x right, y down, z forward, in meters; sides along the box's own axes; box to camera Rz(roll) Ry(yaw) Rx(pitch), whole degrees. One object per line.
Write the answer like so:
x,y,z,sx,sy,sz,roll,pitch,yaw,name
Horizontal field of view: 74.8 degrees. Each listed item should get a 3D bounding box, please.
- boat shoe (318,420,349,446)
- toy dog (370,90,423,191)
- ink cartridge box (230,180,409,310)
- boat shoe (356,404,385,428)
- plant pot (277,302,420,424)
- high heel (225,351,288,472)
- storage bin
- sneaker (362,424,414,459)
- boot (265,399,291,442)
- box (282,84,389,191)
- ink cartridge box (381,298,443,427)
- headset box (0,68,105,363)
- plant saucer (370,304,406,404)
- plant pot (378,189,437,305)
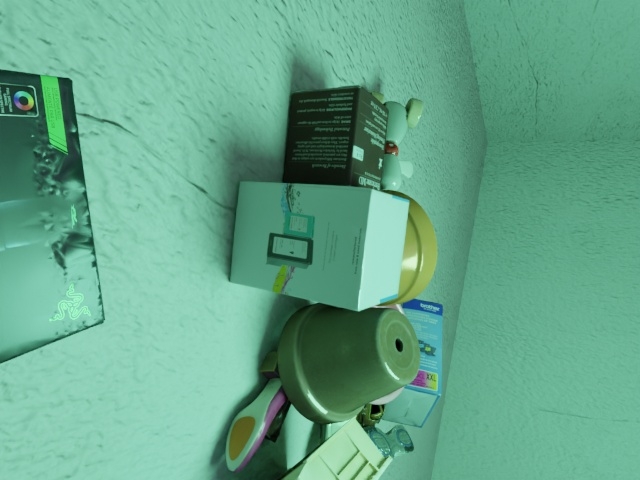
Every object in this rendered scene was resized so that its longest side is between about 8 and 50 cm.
0.053,0.474,1.163,0.091,0.109,0.305,126,-22,-58,boat shoe
0.178,-0.264,1.179,0.334,0.220,0.161,-57,174,-27,toy dog
0.000,0.000,0.793,0.198,0.269,0.198,1,96,-60,ink cartridge box
0.147,0.545,1.326,0.111,0.104,0.308,-54,140,-44,boat shoe
0.076,0.243,0.889,0.262,0.229,0.263,24,55,-39,plant pot
-0.109,0.362,0.864,0.117,0.082,0.244,57,34,-35,high heel
-0.024,0.522,0.861,0.262,0.123,0.260,-47,160,22,storage bin
0.175,0.655,1.306,0.297,0.129,0.111,26,30,-44,sneaker
-0.098,0.380,0.930,0.106,0.037,0.114,75,36,-56,boot
0.038,-0.209,0.924,0.168,0.166,0.204,2,94,-61,box
0.316,0.386,1.437,0.270,0.151,0.396,94,8,-46,ink cartridge box
-0.336,-0.012,0.335,0.283,0.131,0.247,-21,114,-58,headset box
0.129,0.280,1.171,0.331,0.084,0.333,17,64,-40,plant saucer
0.097,0.026,0.997,0.203,0.290,0.291,-7,102,-43,plant pot
